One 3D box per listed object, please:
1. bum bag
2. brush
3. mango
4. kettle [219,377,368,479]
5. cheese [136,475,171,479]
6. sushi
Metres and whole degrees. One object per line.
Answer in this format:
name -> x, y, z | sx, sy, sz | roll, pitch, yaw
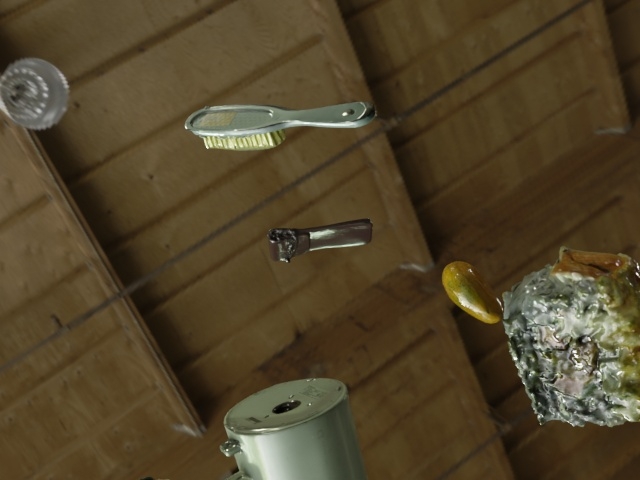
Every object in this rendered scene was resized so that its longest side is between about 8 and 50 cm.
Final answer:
bum bag -> 0.000, 0.000, 1.507 | 0.159, 0.109, 0.026 | -8, -108, -1
brush -> -0.055, -0.155, 1.415 | 0.068, 0.296, 0.060 | -62, -37, -42
mango -> 0.230, 0.079, 1.515 | 0.057, 0.114, 0.079 | -47, -16, 13
kettle -> -0.033, 0.415, 1.612 | 0.265, 0.205, 0.318 | -35, -65, -57
cheese -> -0.168, 0.207, 0.499 | 0.235, 0.050, 0.127 | -17, -57, -19
sushi -> 0.340, 0.137, 1.269 | 0.139, 0.184, 0.274 | -49, -56, -54
